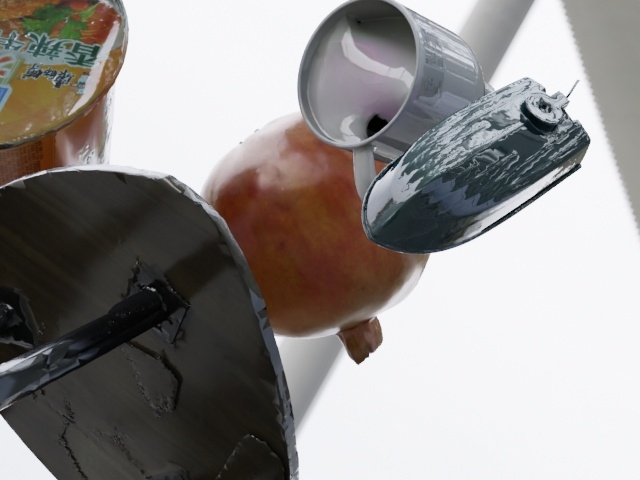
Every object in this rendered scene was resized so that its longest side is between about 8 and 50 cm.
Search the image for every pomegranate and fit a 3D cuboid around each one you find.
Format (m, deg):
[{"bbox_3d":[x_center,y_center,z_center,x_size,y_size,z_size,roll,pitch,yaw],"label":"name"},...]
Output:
[{"bbox_3d":[0.000,0.000,1.779,0.270,0.252,0.229,61,-4,-1],"label":"pomegranate"}]

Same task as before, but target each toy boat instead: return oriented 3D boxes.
[{"bbox_3d":[0.117,-0.050,1.332,0.093,0.246,0.103,46,-42,14],"label":"toy boat"}]

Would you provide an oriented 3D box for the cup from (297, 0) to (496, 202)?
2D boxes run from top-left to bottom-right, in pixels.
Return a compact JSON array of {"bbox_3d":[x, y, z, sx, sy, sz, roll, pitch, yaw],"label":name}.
[{"bbox_3d":[0.082,-0.115,1.467,0.134,0.173,0.142,-41,-35,25],"label":"cup"}]

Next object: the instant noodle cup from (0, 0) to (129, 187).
[{"bbox_3d":[-0.330,-0.128,1.671,0.296,0.296,0.214,24,-37,14],"label":"instant noodle cup"}]

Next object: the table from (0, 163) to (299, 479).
[{"bbox_3d":[-0.188,0.124,0.926,0.317,0.249,0.317,24,-48,30],"label":"table"}]
